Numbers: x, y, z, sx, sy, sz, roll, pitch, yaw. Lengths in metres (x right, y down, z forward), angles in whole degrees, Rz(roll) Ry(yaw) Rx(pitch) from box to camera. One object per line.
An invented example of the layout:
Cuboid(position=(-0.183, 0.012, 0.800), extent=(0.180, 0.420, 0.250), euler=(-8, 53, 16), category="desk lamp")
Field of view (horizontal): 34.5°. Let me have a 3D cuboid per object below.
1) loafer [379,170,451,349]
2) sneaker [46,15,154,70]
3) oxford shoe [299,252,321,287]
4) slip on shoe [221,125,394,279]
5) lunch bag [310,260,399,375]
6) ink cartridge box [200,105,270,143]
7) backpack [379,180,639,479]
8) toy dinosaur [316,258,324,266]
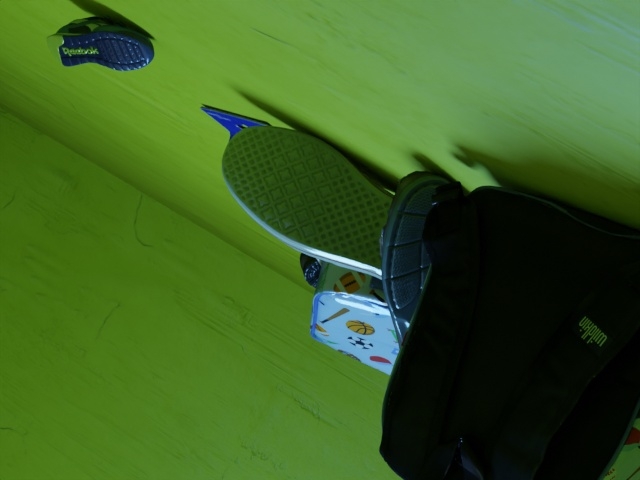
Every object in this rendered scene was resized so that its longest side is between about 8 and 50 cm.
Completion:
Cuboid(position=(0.100, 0.047, 1.059), extent=(0.084, 0.096, 0.268), euler=(-128, 27, -59), category="loafer")
Cuboid(position=(-0.248, -0.233, 1.191), extent=(0.144, 0.059, 0.053), euler=(11, 133, 27), category="sneaker")
Cuboid(position=(0.050, 0.077, 2.074), extent=(0.227, 0.083, 0.096), euler=(36, -169, -32), category="oxford shoe")
Cuboid(position=(0.037, -0.024, 1.168), extent=(0.331, 0.123, 0.101), euler=(26, 177, 4), category="slip on shoe")
Cuboid(position=(0.139, 0.103, 1.355), extent=(0.303, 0.115, 0.243), euler=(17, 155, 4), category="lunch bag")
Cuboid(position=(-0.006, -0.049, 1.404), extent=(0.371, 0.069, 0.175), euler=(39, 170, -36), category="ink cartridge box")
Cuboid(position=(0.184, 0.115, 0.858), extent=(0.276, 0.263, 0.213), euler=(23, 170, 47), category="backpack")
Cuboid(position=(0.000, 0.000, 1.846), extent=(0.183, 0.053, 0.093), euler=(12, 146, 49), category="toy dinosaur")
